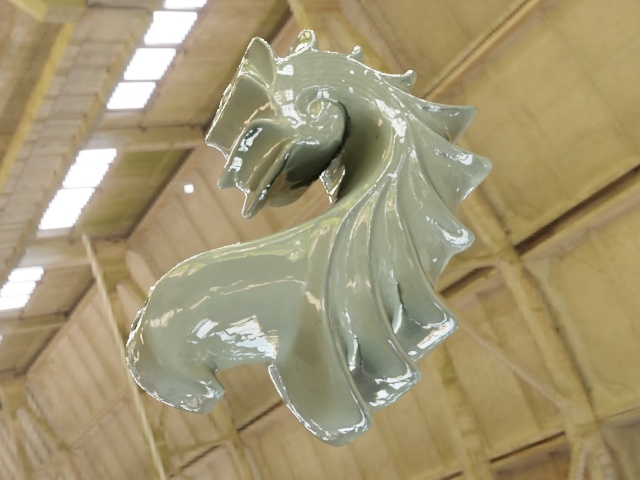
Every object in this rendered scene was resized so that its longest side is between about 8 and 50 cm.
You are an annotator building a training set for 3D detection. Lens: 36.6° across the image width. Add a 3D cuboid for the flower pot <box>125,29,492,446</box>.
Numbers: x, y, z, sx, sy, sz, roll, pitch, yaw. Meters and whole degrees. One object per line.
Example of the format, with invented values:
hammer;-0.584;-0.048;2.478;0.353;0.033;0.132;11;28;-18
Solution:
flower pot;0.000;0.000;0.858;0.164;0.254;0.367;130;-21;-57
